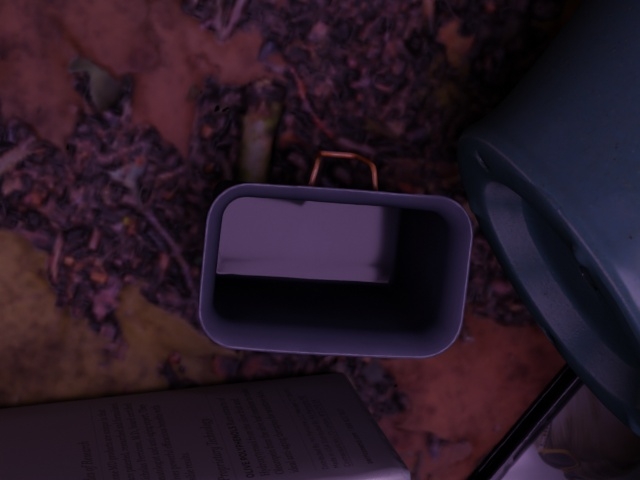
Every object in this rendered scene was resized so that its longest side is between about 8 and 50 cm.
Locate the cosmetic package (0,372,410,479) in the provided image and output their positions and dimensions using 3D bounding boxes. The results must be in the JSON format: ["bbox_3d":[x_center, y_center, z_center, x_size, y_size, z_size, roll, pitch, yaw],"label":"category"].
[{"bbox_3d":[-0.145,0.196,0.902,0.365,0.155,0.197,-7,107,-11],"label":"cosmetic package"}]

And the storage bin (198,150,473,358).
[{"bbox_3d":[0.000,0.000,0.916,0.135,0.091,0.098,3,102,-13],"label":"storage bin"}]

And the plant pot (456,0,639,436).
[{"bbox_3d":[0.216,-0.041,0.842,0.255,0.271,0.272,-33,107,-8],"label":"plant pot"}]

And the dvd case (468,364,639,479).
[{"bbox_3d":[0.192,0.145,1.024,0.180,0.022,0.253,39,93,-17],"label":"dvd case"}]
